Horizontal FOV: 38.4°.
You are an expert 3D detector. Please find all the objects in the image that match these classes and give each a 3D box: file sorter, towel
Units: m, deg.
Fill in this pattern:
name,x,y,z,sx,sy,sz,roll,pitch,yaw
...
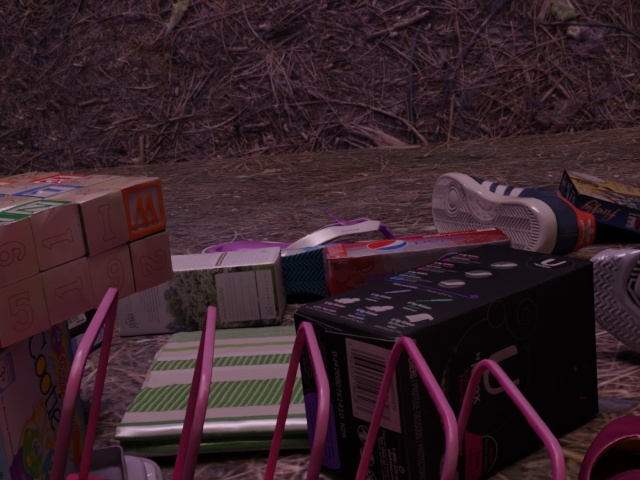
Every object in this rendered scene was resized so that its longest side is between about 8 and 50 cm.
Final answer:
name,x,y,z,sx,sy,sz,roll,pitch,yaw
file sorter,-0.021,0.154,0.586,0.291,0.182,0.202,11,12,-8
towel,-0.086,0.163,1.055,0.248,0.038,0.325,-4,12,1

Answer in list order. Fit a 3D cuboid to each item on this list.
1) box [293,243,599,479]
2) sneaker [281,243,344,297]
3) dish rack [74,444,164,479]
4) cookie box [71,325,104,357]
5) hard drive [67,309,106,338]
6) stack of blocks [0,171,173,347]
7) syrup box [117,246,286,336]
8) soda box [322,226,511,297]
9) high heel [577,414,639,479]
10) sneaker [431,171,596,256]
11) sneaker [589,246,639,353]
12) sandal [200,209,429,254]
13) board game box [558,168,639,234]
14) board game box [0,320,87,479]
name,x,y,z,sx,sy,sz,roll,pitch,yaw
box,0.129,0.117,0.877,0.270,0.165,0.143,-17,17,-37
sneaker,-0.013,0.043,1.408,0.229,0.087,0.092,-1,12,8
dish rack,-0.234,0.252,0.678,0.286,0.072,0.333,-8,15,-12
cookie box,-0.361,0.137,1.254,0.092,0.040,0.107,-2,13,18
hard drive,-0.408,0.117,1.070,0.237,0.064,0.339,-27,9,-32
stack of blocks,-0.278,0.022,0.686,0.171,0.087,0.297,6,18,36
syrup box,-0.174,0.073,1.329,0.237,0.093,0.096,-5,14,4
soda box,0.139,0.045,1.319,0.264,0.092,0.083,-6,14,-3
high heel,0.240,0.158,0.626,0.127,0.181,0.377,-3,14,10
sneaker,0.322,-0.038,1.559,0.148,0.131,0.350,-3,16,-24
sneaker,0.496,0.058,1.052,0.366,0.137,0.210,7,17,25
sandal,-0.001,0.004,1.523,0.417,0.102,0.169,-4,14,6
board game box,0.518,-0.067,1.628,0.165,0.042,0.243,16,16,6
board game box,-0.345,0.140,0.718,0.276,0.144,0.142,-4,15,7
